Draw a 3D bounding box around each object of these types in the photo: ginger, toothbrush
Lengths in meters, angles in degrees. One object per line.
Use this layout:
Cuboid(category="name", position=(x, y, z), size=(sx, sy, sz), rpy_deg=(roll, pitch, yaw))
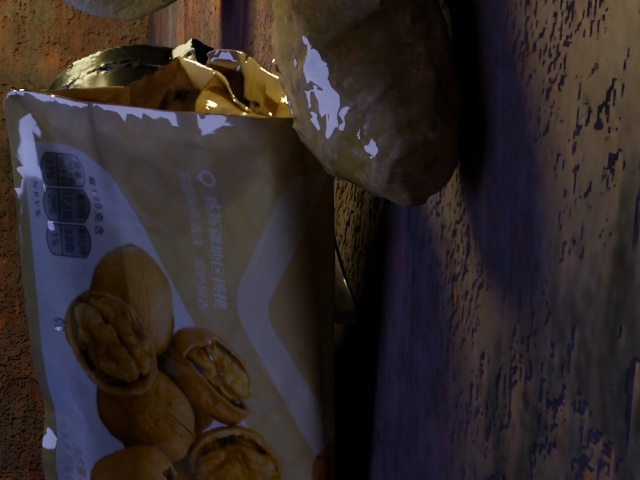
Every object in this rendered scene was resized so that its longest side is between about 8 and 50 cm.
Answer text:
Cuboid(category="ginger", position=(-0.004, -0.241, 0.618), size=(0.348, 0.122, 0.363), rpy_deg=(-127, 28, -59))
Cuboid(category="toothbrush", position=(0.000, -0.002, 0.861), size=(0.194, 0.014, 0.017), rpy_deg=(-109, 19, -60))

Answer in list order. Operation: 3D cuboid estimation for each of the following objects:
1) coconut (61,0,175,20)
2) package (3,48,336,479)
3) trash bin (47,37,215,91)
Cuboid(category="coconut", position=(-0.217, -0.370, 1.441), size=(0.247, 0.245, 0.245), rpy_deg=(109, 158, -62))
Cuboid(category="package", position=(-0.056, 0.044, 0.826), size=(0.165, 0.221, 0.311), rpy_deg=(-32, -57, -53))
Cuboid(category="trash bin", position=(-0.166, -0.014, 1.246), size=(0.252, 0.203, 0.301), rpy_deg=(-37, 45, 33))
